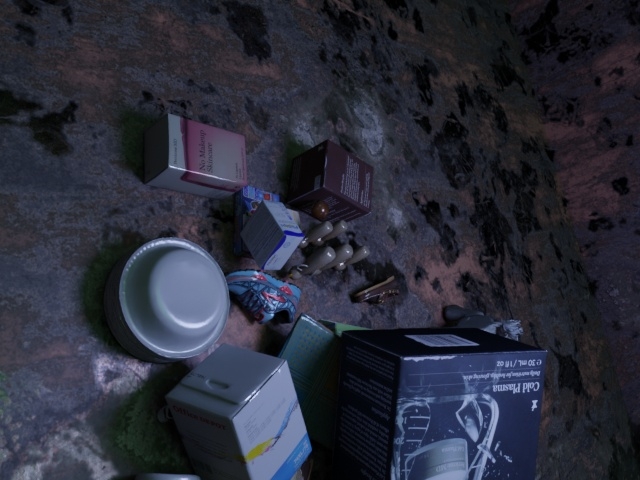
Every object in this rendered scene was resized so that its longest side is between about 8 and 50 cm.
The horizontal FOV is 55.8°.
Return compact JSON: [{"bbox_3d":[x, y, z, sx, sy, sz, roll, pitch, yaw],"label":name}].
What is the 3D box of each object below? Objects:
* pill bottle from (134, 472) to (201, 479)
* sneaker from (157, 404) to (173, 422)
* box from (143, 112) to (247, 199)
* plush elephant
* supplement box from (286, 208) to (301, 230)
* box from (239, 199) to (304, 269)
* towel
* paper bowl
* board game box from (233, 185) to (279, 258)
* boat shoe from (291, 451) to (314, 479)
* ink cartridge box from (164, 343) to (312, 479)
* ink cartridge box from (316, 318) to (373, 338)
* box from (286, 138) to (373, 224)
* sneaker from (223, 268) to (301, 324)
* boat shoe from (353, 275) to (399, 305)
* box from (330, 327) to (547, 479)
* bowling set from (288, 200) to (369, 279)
[{"bbox_3d":[-0.321,0.604,1.223,0.136,0.136,0.246,20,61,-38],"label":"pill bottle"},{"bbox_3d":[-0.321,0.373,1.379,0.040,0.043,0.109,55,44,-11],"label":"sneaker"},{"bbox_3d":[-0.317,-0.208,1.543,0.232,0.126,0.149,9,69,-42],"label":"box"},{"bbox_3d":[0.539,0.388,2.072,0.272,0.329,0.256,-33,117,-53],"label":"plush elephant"},{"bbox_3d":[-0.090,-0.054,1.740,0.098,0.036,0.062,12,69,-71],"label":"supplement box"},{"bbox_3d":[-0.127,-0.014,1.567,0.072,0.126,0.137,7,39,-45],"label":"box"},{"bbox_3d":[0.014,0.396,1.619,0.370,0.040,0.272,37,77,-25],"label":"towel"},{"bbox_3d":[-0.334,0.131,1.386,0.284,0.148,0.285,18,62,-38],"label":"paper bowl"},{"bbox_3d":[-0.176,-0.046,1.684,0.136,0.035,0.201,16,64,-40],"label":"board game box"},{"bbox_3d":[-0.083,0.658,1.452,0.123,0.123,0.342,36,46,-28],"label":"boat shoe"},{"bbox_3d":[-0.174,0.406,1.335,0.197,0.198,0.270,-41,128,-44],"label":"ink cartridge box"},{"bbox_3d":[0.045,0.279,1.723,0.209,0.109,0.062,17,62,-39],"label":"ink cartridge box"},{"bbox_3d":[0.033,-0.168,1.840,0.203,0.167,0.169,26,58,-35],"label":"box"},{"bbox_3d":[-0.155,0.153,1.583,0.261,0.104,0.125,22,62,-37],"label":"sneaker"},{"bbox_3d":[0.187,0.170,1.929,0.207,0.073,0.073,-17,85,-46],"label":"boat shoe"},{"bbox_3d":[0.304,0.492,1.593,0.479,0.297,0.472,3,94,-27],"label":"box"},{"bbox_3d":[0.000,0.000,1.776,0.287,0.154,0.200,3,60,-59],"label":"bowling set"}]
